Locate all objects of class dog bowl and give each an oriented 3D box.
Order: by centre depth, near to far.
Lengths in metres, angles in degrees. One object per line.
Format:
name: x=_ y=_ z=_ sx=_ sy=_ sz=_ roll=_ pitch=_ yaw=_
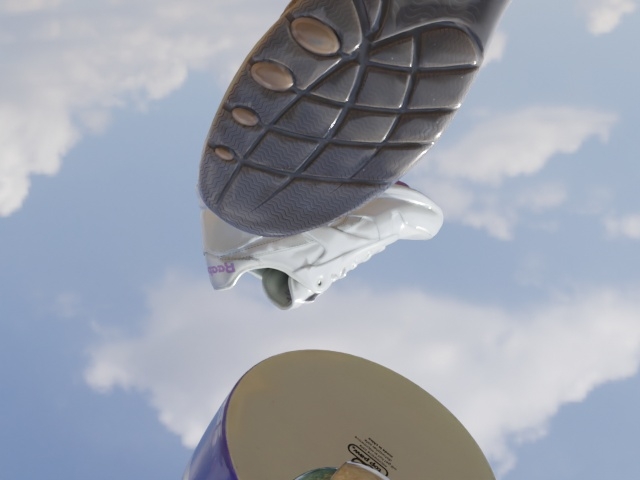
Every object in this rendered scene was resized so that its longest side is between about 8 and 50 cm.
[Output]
dog bowl: x=0.019 y=0.221 z=1.031 sx=0.265 sy=0.104 sz=0.265 roll=20 pitch=-145 yaw=-14

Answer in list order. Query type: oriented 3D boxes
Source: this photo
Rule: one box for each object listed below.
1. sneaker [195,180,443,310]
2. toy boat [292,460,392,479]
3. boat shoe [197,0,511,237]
sneaker: x=0.000 y=0.000 z=1.325 sx=0.305 sy=0.152 sz=0.114 roll=1 pitch=176 yaw=-32
toy boat: x=-0.027 y=0.295 z=0.701 sx=0.148 sy=0.318 sz=0.267 roll=11 pitch=-137 yaw=18
boat shoe: x=0.045 y=-0.139 z=0.738 sx=0.123 sy=0.324 sz=0.116 roll=39 pitch=-172 yaw=-14
